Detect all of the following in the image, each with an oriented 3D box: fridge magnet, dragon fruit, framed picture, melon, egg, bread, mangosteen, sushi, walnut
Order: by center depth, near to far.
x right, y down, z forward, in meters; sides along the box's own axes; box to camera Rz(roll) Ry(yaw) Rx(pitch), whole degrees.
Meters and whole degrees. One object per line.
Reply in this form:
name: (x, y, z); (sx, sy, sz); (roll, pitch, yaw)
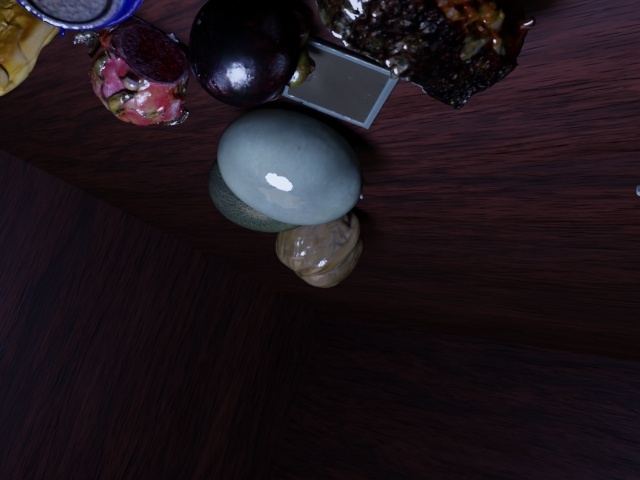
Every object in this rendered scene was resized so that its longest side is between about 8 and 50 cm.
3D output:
sushi: (0.130, -0.334, 0.953); (0.343, 0.196, 0.182); (24, 126, -35)
fridge magnet: (-0.436, -0.469, 1.203); (0.265, 0.113, 0.265); (-3, 148, -2)
mangosteen: (-0.107, -0.335, 1.227); (0.250, 0.211, 0.211); (5, 176, -37)
bread: (-0.601, -0.416, 1.329); (0.166, 0.294, 0.132); (13, 159, 24)
framed picture: (0.032, -0.322, 1.424); (0.216, 0.016, 0.273); (20, 165, -6)
dragon fruit: (-0.380, -0.360, 1.443); (0.282, 0.211, 0.147); (42, 146, -14)
egg: (-0.070, -0.170, 1.625); (0.352, 0.258, 0.258); (25, 164, -9)
melon: (-0.149, -0.143, 1.863); (0.301, 0.238, 0.237); (16, 165, 13)
walnut: (0.000, 0.000, 2.126); (0.285, 0.285, 0.296); (6, 147, 40)

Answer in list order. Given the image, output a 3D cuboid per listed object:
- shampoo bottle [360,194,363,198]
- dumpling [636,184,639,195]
shampoo bottle: (0.006, -0.145, 1.947); (0.262, 0.085, 0.085); (2, 158, 47)
dumpling: (0.704, -0.085, 1.305); (0.155, 0.181, 0.111); (-7, 132, -16)
